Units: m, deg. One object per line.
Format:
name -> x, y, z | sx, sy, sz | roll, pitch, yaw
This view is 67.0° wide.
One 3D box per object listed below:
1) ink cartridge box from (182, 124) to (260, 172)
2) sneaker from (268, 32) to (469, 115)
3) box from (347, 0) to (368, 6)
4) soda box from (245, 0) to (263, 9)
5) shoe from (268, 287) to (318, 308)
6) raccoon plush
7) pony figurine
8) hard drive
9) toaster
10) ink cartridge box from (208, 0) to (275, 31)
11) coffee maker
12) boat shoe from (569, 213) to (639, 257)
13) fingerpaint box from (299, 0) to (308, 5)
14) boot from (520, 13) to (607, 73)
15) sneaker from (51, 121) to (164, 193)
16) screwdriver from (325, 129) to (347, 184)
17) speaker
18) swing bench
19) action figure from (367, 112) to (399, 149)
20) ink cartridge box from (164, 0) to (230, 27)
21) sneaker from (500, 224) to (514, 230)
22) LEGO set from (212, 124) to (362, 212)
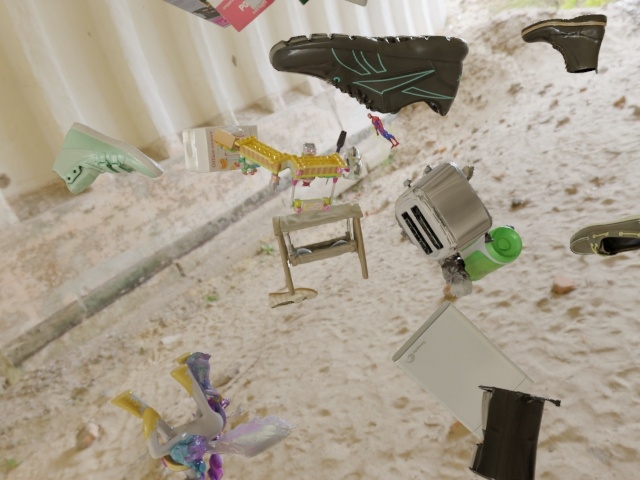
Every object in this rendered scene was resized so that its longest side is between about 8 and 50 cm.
ink cartridge box -> -0.211, -0.191, 1.010 | 0.143, 0.092, 0.089 | -15, 17, -40
sneaker -> 0.065, -0.222, 0.648 | 0.267, 0.106, 0.101 | 1, 25, -3
box -> 0.010, -0.432, 0.682 | 0.091, 0.170, 0.130 | 108, -179, -61
soda box -> -0.123, -0.377, 0.542 | 0.073, 0.216, 0.069 | -23, 36, 44
shoe -> -0.106, 0.225, 1.862 | 0.218, 0.076, 0.058 | -10, 63, 28
raccoon plush -> 0.454, -0.054, 1.680 | 0.299, 0.447, 0.216 | -23, 4, -32
pony figurine -> -0.291, 0.473, 1.213 | 0.302, 0.364, 0.351 | -17, 9, 44
hard drive -> 0.410, 0.373, 1.388 | 0.233, 0.353, 0.047 | -47, 8, 2
toaster -> 0.274, -0.053, 1.085 | 0.146, 0.227, 0.129 | -32, -2, -27
ink cartridge box -> -0.193, -0.578, 0.904 | 0.117, 0.283, 0.207 | -18, 44, 41
coffee maker -> 0.377, 0.391, 0.962 | 0.120, 0.178, 0.171 | 13, -16, 1
boat shoe -> 0.943, -0.001, 1.583 | 0.091, 0.109, 0.305 | -57, 12, -25
fingerpaint box -> -0.007, -0.861, 1.231 | 0.371, 0.163, 0.445 | -38, 46, 15
boot -> 0.608, -0.486, 1.230 | 0.197, 0.137, 0.076 | 9, 8, 42
sneaker -> -0.485, -0.155, 1.099 | 0.255, 0.151, 0.094 | 23, -8, 14
screwdriver -> 0.046, -0.247, 1.448 | 0.024, 0.170, 0.025 | 22, 14, 18
speaker -> 0.550, 0.051, 1.621 | 0.131, 0.131, 0.296 | -27, -13, -15
swing bench -> 0.000, 0.000, 1.459 | 0.253, 0.255, 0.165 | -11, 36, -2
action figure -> 0.164, -0.295, 1.293 | 0.030, 0.115, 0.038 | -43, 12, -13
ink cartridge box -> -0.297, -0.628, 1.190 | 0.185, 0.065, 0.311 | -3, -5, 38
sneaker -> 0.700, -0.030, 1.859 | 0.058, 0.052, 0.135 | -37, 3, -12
LEGO set -> -0.066, -0.126, 0.908 | 0.286, 0.107, 0.132 | 8, 37, -5
